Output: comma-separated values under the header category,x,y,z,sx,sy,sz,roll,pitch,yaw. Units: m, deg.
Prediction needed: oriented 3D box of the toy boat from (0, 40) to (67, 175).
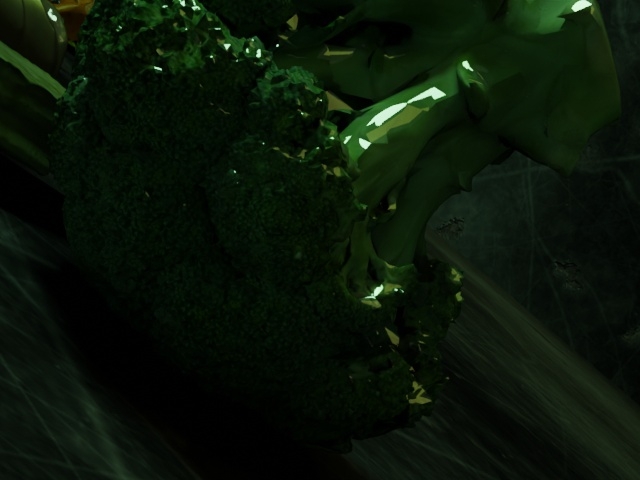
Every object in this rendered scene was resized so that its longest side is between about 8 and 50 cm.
category,x,y,z,sx,sy,sz,roll,pitch,yaw
toy boat,-0.176,-0.075,0.861,0.093,0.055,0.293,42,5,41

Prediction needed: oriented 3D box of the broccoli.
category,x,y,z,sx,sy,sz,roll,pitch,yaw
broccoli,0.009,-0.043,0.824,0.270,0.270,0.270,-22,90,-84

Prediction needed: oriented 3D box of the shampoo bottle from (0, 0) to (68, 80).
category,x,y,z,sx,sy,sz,roll,pitch,yaw
shampoo bottle,-0.254,-0.169,0.860,0.125,0.084,0.350,9,-16,36

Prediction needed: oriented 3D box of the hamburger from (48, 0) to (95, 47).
category,x,y,z,sx,sy,sz,roll,pitch,yaw
hamburger,-0.147,-0.213,1.629,0.260,0.150,0.276,45,6,20
